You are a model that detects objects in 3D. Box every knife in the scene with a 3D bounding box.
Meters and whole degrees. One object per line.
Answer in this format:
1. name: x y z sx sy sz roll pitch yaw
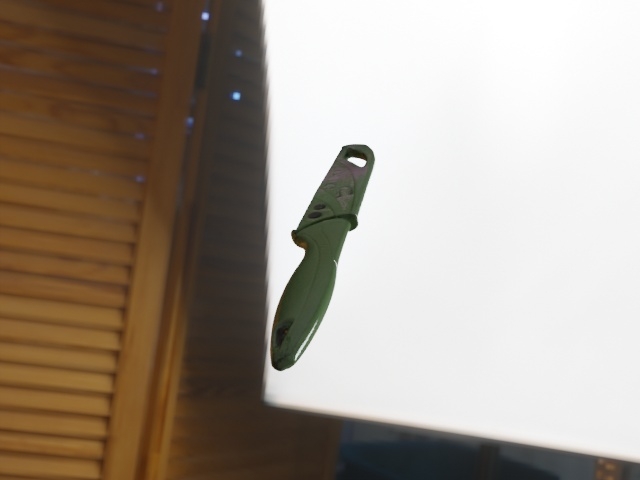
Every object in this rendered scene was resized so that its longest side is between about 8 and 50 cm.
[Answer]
1. knife: 0.000 0.000 0.560 0.030 0.014 0.207 -7 26 16
